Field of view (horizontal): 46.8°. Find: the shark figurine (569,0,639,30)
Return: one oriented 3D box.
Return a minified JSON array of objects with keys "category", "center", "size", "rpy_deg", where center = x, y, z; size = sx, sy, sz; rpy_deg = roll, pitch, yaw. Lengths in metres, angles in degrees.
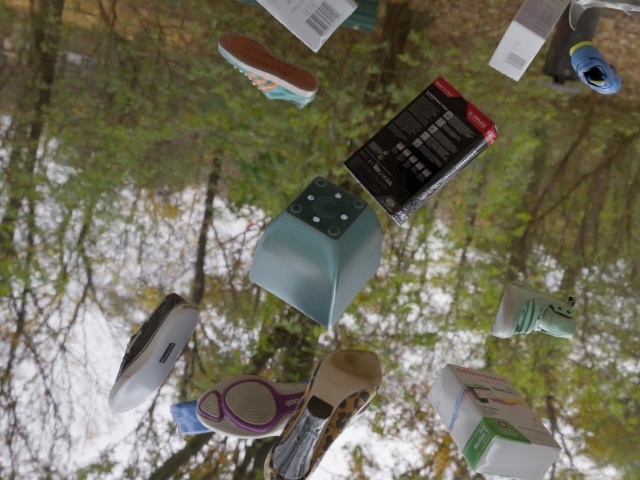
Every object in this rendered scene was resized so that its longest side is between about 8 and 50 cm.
[{"category":"shark figurine","center":[0.524,-0.437,1.375],"size":[0.278,0.116,0.166],"rpy_deg":[15,-162,-20]}]

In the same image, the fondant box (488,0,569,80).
[{"category":"fondant box","center":[0.565,-0.594,1.849],"size":[0.096,0.330,0.238],"rpy_deg":[31,170,5]}]

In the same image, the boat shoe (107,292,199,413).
[{"category":"boat shoe","center":[-0.402,0.256,1.712],"size":[0.102,0.301,0.108],"rpy_deg":[36,-176,37]}]

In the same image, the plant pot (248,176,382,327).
[{"category":"plant pot","center":[0.000,0.000,1.753],"size":[0.248,0.252,0.247],"rpy_deg":[31,-126,16]}]

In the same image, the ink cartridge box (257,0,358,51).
[{"category":"ink cartridge box","center":[-0.077,-0.568,1.537],"size":[0.272,0.130,0.309],"rpy_deg":[37,-159,-23]}]

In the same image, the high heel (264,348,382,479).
[{"category":"high heel","center":[0.003,0.271,1.123],"size":[0.093,0.186,0.261],"rpy_deg":[33,-154,14]}]

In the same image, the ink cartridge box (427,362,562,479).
[{"category":"ink cartridge box","center":[0.413,0.437,1.796],"size":[0.201,0.117,0.278],"rpy_deg":[17,-159,-23]}]

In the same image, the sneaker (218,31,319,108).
[{"category":"sneaker","center":[-0.156,-0.460,2.054],"size":[0.302,0.108,0.121],"rpy_deg":[29,146,-4]}]

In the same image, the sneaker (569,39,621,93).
[{"category":"sneaker","center":[0.616,-0.360,1.644],"size":[0.069,0.082,0.209],"rpy_deg":[-26,149,32]}]

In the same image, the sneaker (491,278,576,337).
[{"category":"sneaker","center":[0.429,0.149,1.456],"size":[0.151,0.094,0.256],"rpy_deg":[23,-161,18]}]

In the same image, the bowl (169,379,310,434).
[{"category":"bowl","center":[-0.158,0.394,1.760],"size":[0.391,0.077,0.391],"rpy_deg":[-9,169,-2]}]

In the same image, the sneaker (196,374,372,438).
[{"category":"sneaker","center":[-0.065,0.311,1.314],"size":[0.305,0.114,0.152],"rpy_deg":[0,147,-7]}]

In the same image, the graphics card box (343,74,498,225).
[{"category":"graphics card box","center":[0.273,-0.247,2.042],"size":[0.233,0.371,0.094],"rpy_deg":[49,-177,27]}]
